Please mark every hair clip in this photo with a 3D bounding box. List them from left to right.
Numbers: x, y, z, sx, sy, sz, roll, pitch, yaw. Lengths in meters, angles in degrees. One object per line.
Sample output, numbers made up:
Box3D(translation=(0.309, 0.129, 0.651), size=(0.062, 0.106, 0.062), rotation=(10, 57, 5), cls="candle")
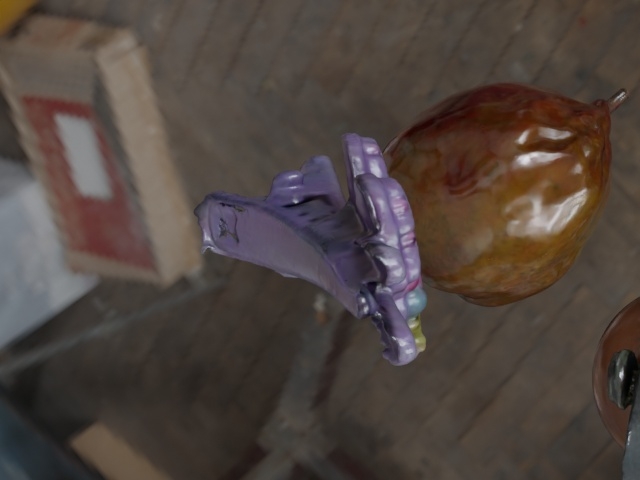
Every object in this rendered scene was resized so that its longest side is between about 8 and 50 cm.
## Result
Box3D(translation=(0.012, -0.003, 1.209), size=(0.278, 0.090, 0.137), rotation=(25, 124, 62), cls="hair clip")

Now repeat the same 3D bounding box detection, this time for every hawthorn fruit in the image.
Box3D(translation=(0.176, -0.063, 1.765), size=(0.248, 0.208, 0.208), rotation=(-40, 89, 22), cls="hawthorn fruit")

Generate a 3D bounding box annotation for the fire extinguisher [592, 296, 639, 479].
Box3D(translation=(0.242, 0.054, 1.211), size=(0.113, 0.376, 0.200), rotation=(-14, 85, 23), cls="fire extinguisher")
